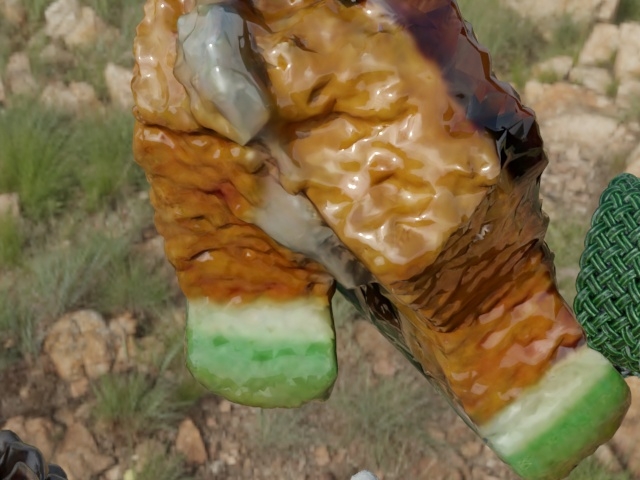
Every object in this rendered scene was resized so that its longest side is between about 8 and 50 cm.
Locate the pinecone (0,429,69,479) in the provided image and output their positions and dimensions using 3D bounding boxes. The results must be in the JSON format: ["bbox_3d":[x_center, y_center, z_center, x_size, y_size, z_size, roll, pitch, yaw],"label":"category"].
[{"bbox_3d":[-0.418,0.338,1.042,0.384,0.384,0.384,1,38,-1],"label":"pinecone"}]

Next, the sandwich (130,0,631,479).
[{"bbox_3d":[0.000,0.000,0.457,0.162,0.301,0.250,-42,57,-7],"label":"sandwich"}]

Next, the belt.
[{"bbox_3d":[0.238,0.027,0.741,0.079,0.121,0.151,13,78,33],"label":"belt"}]

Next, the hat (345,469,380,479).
[{"bbox_3d":[0.055,0.361,1.402,0.093,0.162,0.112,-4,57,-22],"label":"hat"}]
